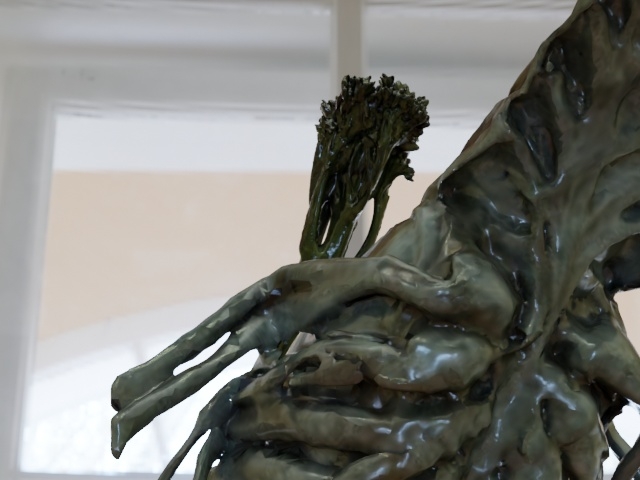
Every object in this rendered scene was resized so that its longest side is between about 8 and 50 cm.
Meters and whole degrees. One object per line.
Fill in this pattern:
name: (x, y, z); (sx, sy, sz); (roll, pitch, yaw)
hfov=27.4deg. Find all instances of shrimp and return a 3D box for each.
shrimp: (0.054, 0.048, 0.426); (0.221, 0.411, 0.166); (28, 7, -19)

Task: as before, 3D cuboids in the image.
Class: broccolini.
broccolini: (0.012, 0.005, 0.747); (0.058, 0.201, 0.074); (13, -3, -12)
